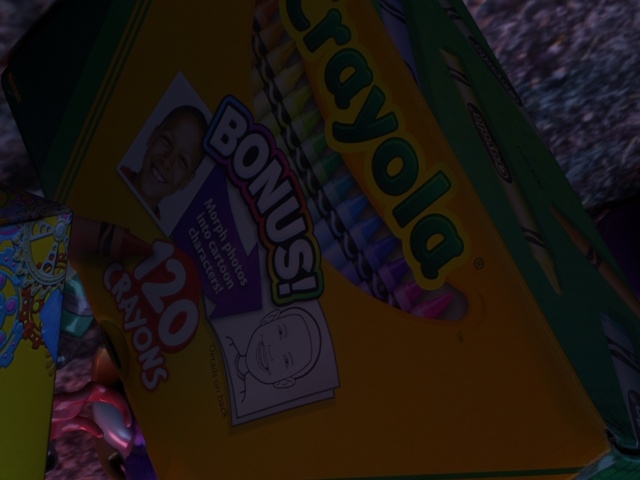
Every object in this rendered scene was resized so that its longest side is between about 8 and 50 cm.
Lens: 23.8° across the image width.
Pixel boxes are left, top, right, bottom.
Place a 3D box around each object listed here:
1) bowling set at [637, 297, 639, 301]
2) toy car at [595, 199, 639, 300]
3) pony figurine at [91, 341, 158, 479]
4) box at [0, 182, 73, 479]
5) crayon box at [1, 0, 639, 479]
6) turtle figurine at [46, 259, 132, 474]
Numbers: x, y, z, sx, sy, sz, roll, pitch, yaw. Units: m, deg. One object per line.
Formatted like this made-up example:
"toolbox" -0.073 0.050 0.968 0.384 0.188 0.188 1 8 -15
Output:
"bowling set" 0.112 0.079 0.917 0.154 0.287 0.200 -34 -178 -3
"toy car" 0.240 0.024 1.005 0.136 0.159 0.182 15 149 1
"pony figurine" -0.070 0.231 0.885 0.302 0.351 0.363 0 158 13
"box" -0.243 0.118 0.453 0.290 0.177 0.279 -12 115 -58
"crayon box" 0.000 0.000 0.557 0.165 0.278 0.081 -41 151 27
"turtle figurine" -0.168 0.066 0.678 0.175 0.118 0.234 -18 172 -16
